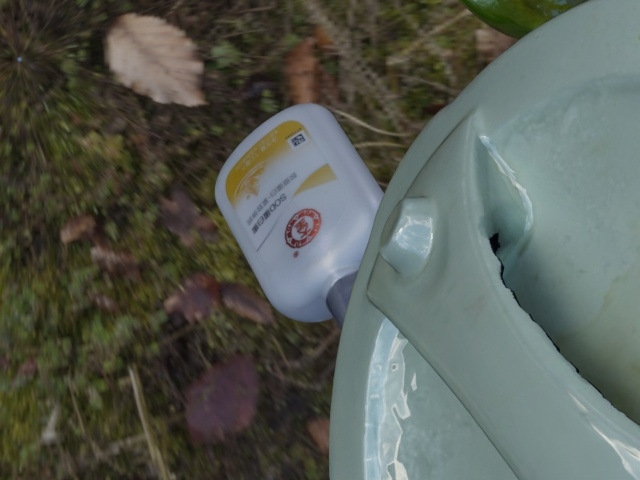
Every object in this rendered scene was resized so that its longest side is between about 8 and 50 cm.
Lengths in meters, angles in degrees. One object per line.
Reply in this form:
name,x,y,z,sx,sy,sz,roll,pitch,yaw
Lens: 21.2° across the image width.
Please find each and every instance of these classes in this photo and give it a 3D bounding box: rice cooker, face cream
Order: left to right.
face cream,0.000,0.000,1.527,0.144,0.291,0.071,-41,134,12
rice cooker,0.162,0.068,0.560,0.277,0.288,0.288,9,95,-40

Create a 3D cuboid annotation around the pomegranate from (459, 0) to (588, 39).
pomegranate,0.154,-0.255,1.248,0.302,0.236,0.236,-7,98,-43
